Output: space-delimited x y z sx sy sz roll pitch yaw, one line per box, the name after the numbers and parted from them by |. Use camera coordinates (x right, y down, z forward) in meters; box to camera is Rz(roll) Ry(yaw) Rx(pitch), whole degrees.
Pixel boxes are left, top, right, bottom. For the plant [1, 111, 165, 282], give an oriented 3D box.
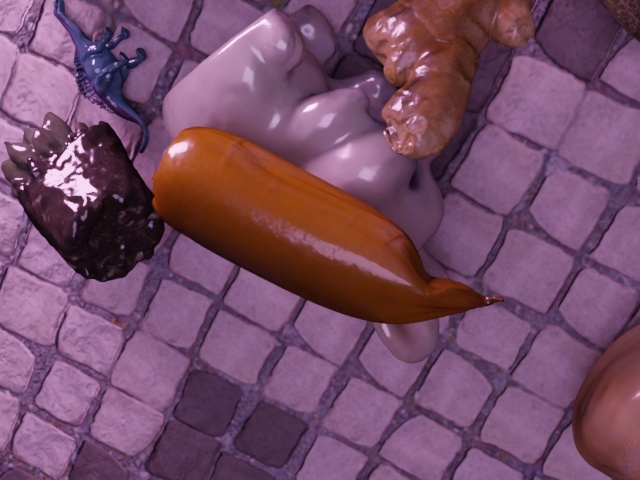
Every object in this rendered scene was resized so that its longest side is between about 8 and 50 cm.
-0.257 -0.053 1.095 0.132 0.194 0.129 -32 142 -14 | plant

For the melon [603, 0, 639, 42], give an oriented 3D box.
0.345 -0.314 0.863 0.249 0.248 0.329 -5 96 12 | melon

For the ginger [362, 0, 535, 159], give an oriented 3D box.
0.139 -0.222 0.959 0.148 0.081 0.333 28 74 38 | ginger

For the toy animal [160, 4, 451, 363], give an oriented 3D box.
0.007 -0.050 1.031 0.367 0.196 0.241 44 115 -1 | toy animal

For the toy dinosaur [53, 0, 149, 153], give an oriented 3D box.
-0.236 -0.190 1.113 0.080 0.045 0.197 -31 91 30 | toy dinosaur

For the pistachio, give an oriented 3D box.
0.407 0.162 1.006 0.309 0.230 0.229 -30 98 13 | pistachio

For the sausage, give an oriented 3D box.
0.001 0.002 0.888 0.328 0.112 0.112 26 108 10 | sausage
